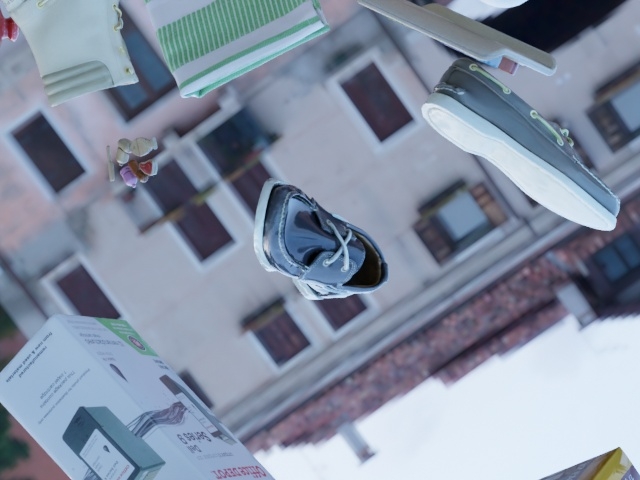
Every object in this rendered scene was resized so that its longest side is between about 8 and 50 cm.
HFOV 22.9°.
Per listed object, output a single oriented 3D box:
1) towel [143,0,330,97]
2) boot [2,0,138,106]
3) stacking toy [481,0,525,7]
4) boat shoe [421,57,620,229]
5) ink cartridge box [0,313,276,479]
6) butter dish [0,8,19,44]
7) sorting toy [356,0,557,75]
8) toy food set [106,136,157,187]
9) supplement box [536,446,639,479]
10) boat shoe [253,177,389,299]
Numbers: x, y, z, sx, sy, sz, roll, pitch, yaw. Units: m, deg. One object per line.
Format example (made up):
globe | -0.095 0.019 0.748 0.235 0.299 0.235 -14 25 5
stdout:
towel | -0.146 -0.384 2.248 0.247 0.325 0.038 -26 159 13
boot | -0.268 -0.303 2.039 0.262 0.203 0.095 -25 -173 -14
stacking toy | 0.191 -0.489 1.981 0.350 0.480 0.351 -16 -136 16
boat shoe | 0.278 -0.124 2.072 0.091 0.305 0.109 -58 -171 -18
ink cartridge box | -0.204 0.226 1.796 0.121 0.289 0.211 -48 165 7
butter dish | -0.465 -0.287 2.125 0.118 0.160 0.160 0 172 -9
sorting toy | 0.132 -0.278 2.002 0.229 0.307 0.041 -3 119 -62
toy food set | -0.283 -0.120 2.419 0.019 0.078 0.122 -11 -171 -43
supplement box | 0.188 0.294 1.212 0.194 0.191 0.129 -33 -176 45
boat shoe | 0.000 0.000 1.411 0.079 0.084 0.233 6 166 20
